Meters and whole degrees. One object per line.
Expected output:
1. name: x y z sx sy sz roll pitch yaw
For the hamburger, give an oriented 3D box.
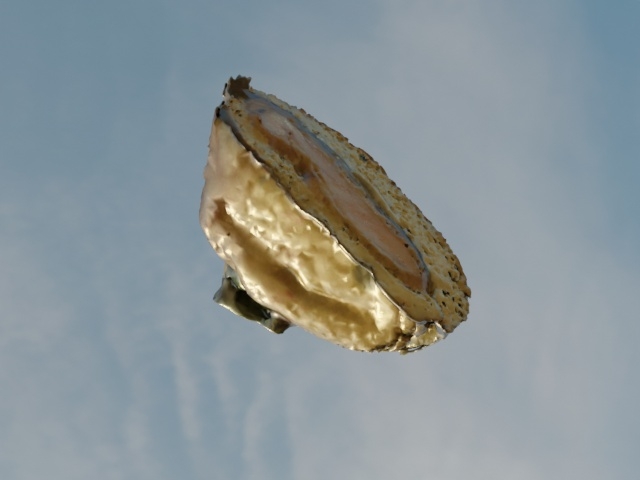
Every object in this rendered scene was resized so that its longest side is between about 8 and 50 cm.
1. hamburger: -0.007 0.000 0.810 0.176 0.102 0.087 43 -139 0
